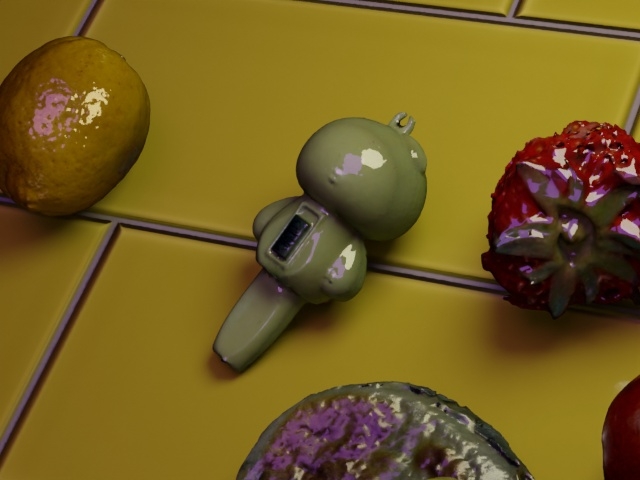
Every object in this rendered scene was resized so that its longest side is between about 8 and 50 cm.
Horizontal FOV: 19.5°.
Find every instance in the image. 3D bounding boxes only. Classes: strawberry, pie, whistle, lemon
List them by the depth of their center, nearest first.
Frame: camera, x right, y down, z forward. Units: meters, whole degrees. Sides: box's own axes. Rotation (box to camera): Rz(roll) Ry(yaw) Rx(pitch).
[{"bbox_3d":[0.049,0.253,1.647,0.302,0.067,0.303,-8,52,11],"label":"pie"},{"bbox_3d":[0.243,-0.027,1.740,0.184,0.187,0.201,27,27,-11],"label":"strawberry"},{"bbox_3d":[0.006,0.000,1.833,0.141,0.141,0.294,39,105,36],"label":"whistle"},{"bbox_3d":[-0.268,-0.119,1.959,0.170,0.170,0.207,20,66,29],"label":"lemon"}]

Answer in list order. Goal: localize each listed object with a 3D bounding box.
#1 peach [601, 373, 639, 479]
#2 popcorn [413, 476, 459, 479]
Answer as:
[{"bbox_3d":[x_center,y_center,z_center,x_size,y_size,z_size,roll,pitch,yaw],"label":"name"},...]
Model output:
[{"bbox_3d":[0.363,0.192,1.546,0.267,0.159,0.154,7,63,20],"label":"peach"},{"bbox_3d":[0.175,0.307,1.476,0.285,0.174,0.225,6,98,-5],"label":"popcorn"}]
